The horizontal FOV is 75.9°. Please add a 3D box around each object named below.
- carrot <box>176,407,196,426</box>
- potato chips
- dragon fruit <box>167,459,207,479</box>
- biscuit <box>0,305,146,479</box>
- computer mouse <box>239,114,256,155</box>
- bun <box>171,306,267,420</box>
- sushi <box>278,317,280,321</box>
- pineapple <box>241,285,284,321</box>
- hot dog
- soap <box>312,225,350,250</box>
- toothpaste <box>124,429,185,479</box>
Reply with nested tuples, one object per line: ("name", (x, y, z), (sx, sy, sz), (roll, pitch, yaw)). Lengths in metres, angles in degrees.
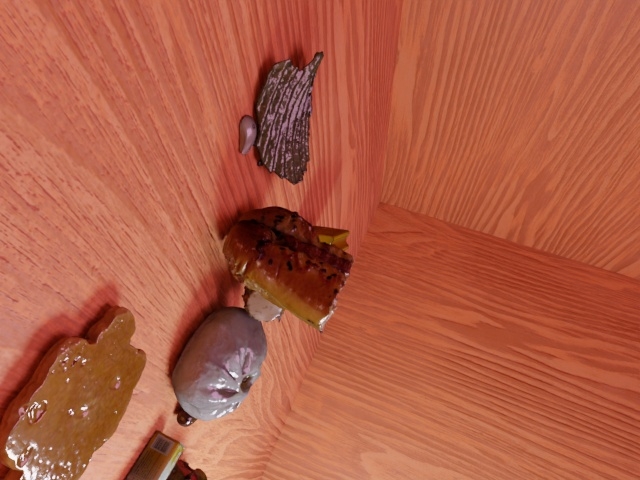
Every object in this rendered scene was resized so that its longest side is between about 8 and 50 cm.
("carrot", (-0.394, 0.533, 1.295), (0.186, 0.060, 0.060), (24, 85, -81))
("potato chips", (-0.077, -0.369, 1.256), (0.373, 0.097, 0.389), (-52, 155, -50))
("dragon fruit", (-0.410, 0.859, 1.225), (0.296, 0.263, 0.314), (91, 22, -52))
("biscuit", (-0.456, 0.300, 0.765), (0.269, 0.051, 0.376), (59, 50, -69))
("computer mouse", (-0.188, -0.273, 1.084), (0.056, 0.032, 0.110), (-50, 154, -54))
("bun", (-0.277, 0.365, 1.235), (0.354, 0.194, 0.354), (20, 90, -76))
("sushi", (-0.169, 0.212, 1.755), (0.231, 0.047, 0.220), (91, 17, -62))
("pineapple", (-0.179, 0.136, 1.334), (0.141, 0.170, 0.310), (-57, -167, 13))
("hot dog", (-0.089, 0.045, 1.179), (0.196, 0.365, 0.367), (-61, 180, 21))
("soap", (0.000, 0.000, 1.810), (0.324, 0.204, 0.096), (-21, 117, -73))
("toothpaste", (-0.482, 0.669, 1.069), (0.071, 0.089, 0.313), (99, 16, -51))
